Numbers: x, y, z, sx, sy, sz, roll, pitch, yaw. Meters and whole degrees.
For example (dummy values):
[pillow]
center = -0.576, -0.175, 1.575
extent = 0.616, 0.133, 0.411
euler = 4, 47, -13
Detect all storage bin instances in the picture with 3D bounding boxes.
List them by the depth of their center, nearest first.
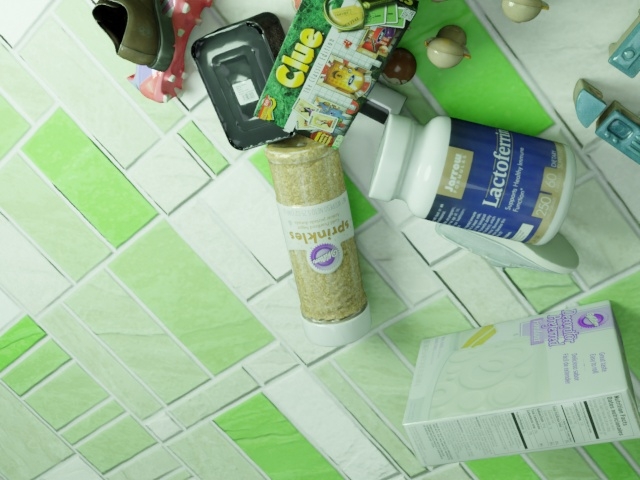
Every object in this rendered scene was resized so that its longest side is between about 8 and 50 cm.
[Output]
[storage bin]
center = -0.103, -0.243, 1.057
extent = 0.122, 0.084, 0.180
euler = -13, 112, 21

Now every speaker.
[speaker]
center = 0.059, -0.223, 1.039
extent = 0.136, 0.055, 0.055
euler = 27, 121, 0

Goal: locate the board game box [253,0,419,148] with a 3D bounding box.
[board game box]
center = 0.011, -0.237, 0.920
extent = 0.136, 0.030, 0.259
euler = 22, 140, -9

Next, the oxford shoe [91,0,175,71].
[oxford shoe]
center = -0.281, -0.345, 0.991
extent = 0.096, 0.227, 0.083
euler = 2, 141, -38

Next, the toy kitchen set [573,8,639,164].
[toy kitchen set]
center = 0.460, -0.177, 0.908
extent = 0.207, 0.122, 0.166
euler = 33, 121, -3

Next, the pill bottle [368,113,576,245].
[pill bottle]
center = 0.211, -0.092, 0.989
extent = 0.265, 0.153, 0.153
euler = 13, 120, 0

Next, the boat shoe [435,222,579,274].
[boat shoe]
center = 0.290, 0.002, 1.089
extent = 0.228, 0.079, 0.081
euler = 24, 139, 2

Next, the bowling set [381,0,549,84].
[bowling set]
center = 0.140, -0.285, 0.923
extent = 0.287, 0.154, 0.199
euler = 19, 121, 6

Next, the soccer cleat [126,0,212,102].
[soccer cleat]
center = -0.236, -0.329, 1.055
extent = 0.095, 0.083, 0.248
euler = 29, 122, 11

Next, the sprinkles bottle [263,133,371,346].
[sprinkles bottle]
center = 0.000, 0.000, 1.137
extent = 0.121, 0.121, 0.355
euler = -3, 116, 18

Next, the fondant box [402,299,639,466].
[fondant box]
center = 0.314, 0.225, 1.099
extent = 0.331, 0.238, 0.096
euler = -15, 111, 23

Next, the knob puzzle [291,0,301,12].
[knob puzzle]
center = -0.006, -0.323, 0.939
extent = 0.030, 0.213, 0.213
euler = -34, 109, -14
